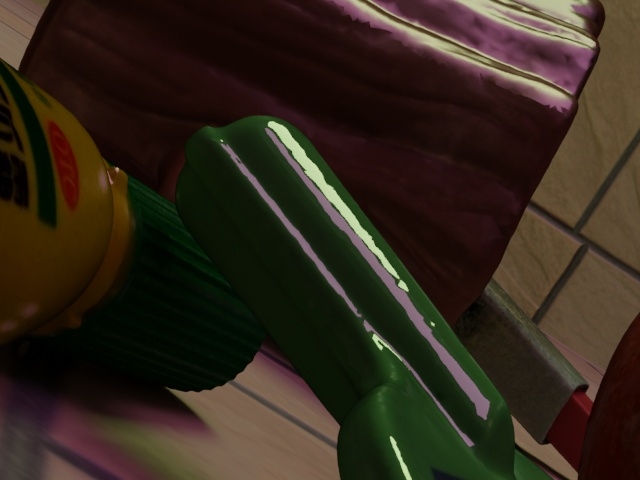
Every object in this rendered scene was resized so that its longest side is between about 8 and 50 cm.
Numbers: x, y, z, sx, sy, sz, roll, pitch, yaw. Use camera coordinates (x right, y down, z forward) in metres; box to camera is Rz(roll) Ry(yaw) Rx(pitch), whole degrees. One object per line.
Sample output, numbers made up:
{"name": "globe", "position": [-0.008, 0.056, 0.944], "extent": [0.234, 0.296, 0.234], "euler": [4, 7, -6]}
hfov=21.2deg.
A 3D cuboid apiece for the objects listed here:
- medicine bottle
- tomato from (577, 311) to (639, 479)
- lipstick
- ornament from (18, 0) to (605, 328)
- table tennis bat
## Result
{"name": "medicine bottle", "position": [-0.082, -0.008, 0.404], "extent": [0.095, 0.064, 0.260], "euler": [56, 8, 25]}
{"name": "tomato", "position": [0.164, 0.090, 0.541], "extent": [0.187, 0.151, 0.187], "euler": [26, 1, -1]}
{"name": "lipstick", "position": [0.069, 0.024, 0.926], "extent": [0.312, 0.051, 0.051], "euler": [47, 22, -1]}
{"name": "ornament", "position": [-0.011, -0.063, 0.797], "extent": [0.218, 0.235, 0.221], "euler": [30, -21, -1]}
{"name": "table tennis bat", "position": [0.041, 0.063, 0.380], "extent": [0.257, 0.039, 0.160], "euler": [52, 12, 31]}
